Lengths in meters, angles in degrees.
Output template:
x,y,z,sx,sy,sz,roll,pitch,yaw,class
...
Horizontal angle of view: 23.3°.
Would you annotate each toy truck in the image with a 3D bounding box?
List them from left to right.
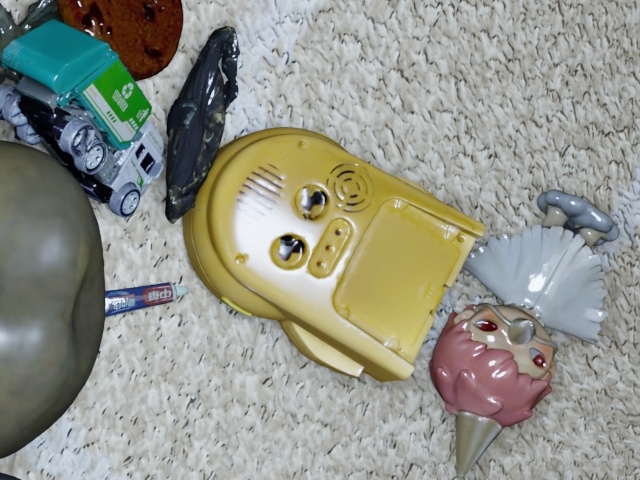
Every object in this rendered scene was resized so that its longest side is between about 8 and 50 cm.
x,y,z,sx,sy,sz,roll,pitch,yaw,class
-0.255,-0.130,1.667,0.124,0.114,0.253,-57,153,-13,toy truck

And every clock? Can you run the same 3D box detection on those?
x,y,z,sx,sy,sz,roll,pitch,yaw,class
0.000,0.000,1.813,0.317,0.200,0.244,31,77,-13,clock

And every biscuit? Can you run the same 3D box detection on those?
x,y,z,sx,sy,sz,roll,pitch,yaw,class
-0.225,-0.273,1.738,0.192,0.049,0.192,13,74,-53,biscuit

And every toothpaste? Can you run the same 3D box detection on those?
x,y,z,sx,sy,sz,roll,pitch,yaw,class
-0.221,0.069,1.799,0.140,0.021,0.037,-10,91,-20,toothpaste

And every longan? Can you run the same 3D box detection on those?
x,y,z,sx,sy,sz,roll,pitch,yaw,class
-0.361,0.066,1.611,0.288,0.288,0.350,18,74,-23,longan

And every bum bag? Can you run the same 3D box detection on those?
x,y,z,sx,sy,sz,roll,pitch,yaw,class
-0.142,-0.129,1.755,0.069,0.102,0.248,24,66,-20,bum bag

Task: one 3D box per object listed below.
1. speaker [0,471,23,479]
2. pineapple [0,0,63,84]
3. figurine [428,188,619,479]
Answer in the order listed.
x,y,z,sx,sy,sz,roll,pitch,yaw,class
-0.382,0.327,1.570,0.184,0.388,0.180,10,88,13,speaker
-0.421,-0.183,1.642,0.361,0.175,0.175,-8,95,-39,pineapple
0.234,0.120,1.923,0.207,0.166,0.387,33,75,-4,figurine
